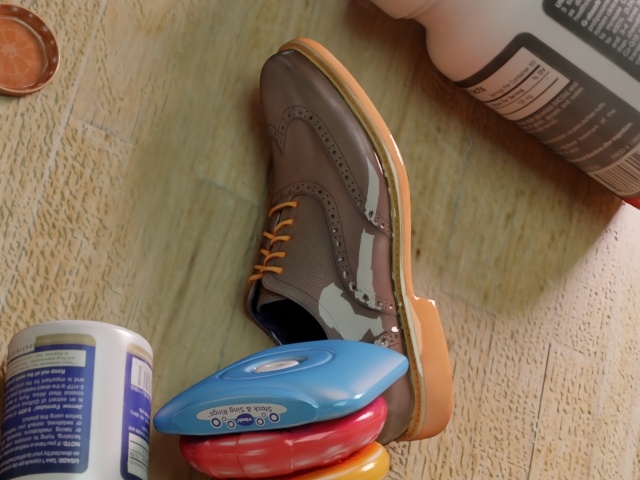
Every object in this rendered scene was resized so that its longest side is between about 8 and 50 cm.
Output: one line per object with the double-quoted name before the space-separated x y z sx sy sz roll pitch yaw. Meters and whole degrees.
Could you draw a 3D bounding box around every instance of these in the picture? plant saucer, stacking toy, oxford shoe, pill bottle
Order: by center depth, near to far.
"pill bottle" -0.184 0.164 1.366 0.112 0.112 0.186 13 63 -26
"stacking toy" -0.009 0.241 1.419 0.166 0.175 0.301 -28 109 -67
"plant saucer" -0.258 -0.159 1.524 0.083 0.013 0.083 13 63 -27
"oxford shoe" 0.000 0.000 1.542 0.133 0.130 0.363 -10 75 -27
"pill bottle" 0.231 -0.202 1.713 0.363 0.210 0.210 34 56 -15
